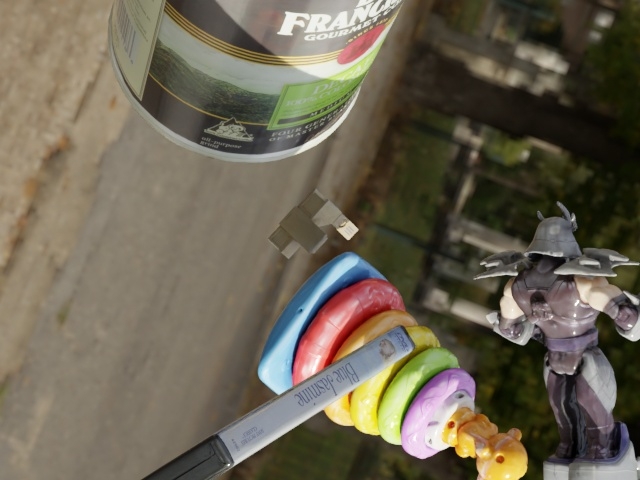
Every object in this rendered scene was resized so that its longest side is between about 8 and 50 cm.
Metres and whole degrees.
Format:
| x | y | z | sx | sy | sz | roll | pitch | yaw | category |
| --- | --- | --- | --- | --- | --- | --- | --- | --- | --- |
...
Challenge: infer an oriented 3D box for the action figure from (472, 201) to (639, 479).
| x | y | z | sx | sy | sz | roll | pitch | yaw | category |
| --- | --- | --- | --- | --- | --- | --- | --- | --- | --- |
| 0.223 | 0.107 | 1.337 | 0.185 | 0.099 | 0.285 | -1 | -81 | 60 | action figure |

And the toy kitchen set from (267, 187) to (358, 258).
| x | y | z | sx | sy | sz | roll | pitch | yaw | category |
| --- | --- | --- | --- | --- | --- | --- | --- | --- | --- |
| 0.000 | 0.000 | 1.824 | 0.083 | 0.068 | 0.075 | -47 | 137 | 0 | toy kitchen set |

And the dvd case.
| x | y | z | sx | sy | sz | roll | pitch | yaw | category |
| --- | --- | --- | --- | --- | --- | --- | --- | --- | --- |
| -0.060 | 0.130 | 0.945 | 0.180 | 0.022 | 0.253 | -35 | 175 | 28 | dvd case |

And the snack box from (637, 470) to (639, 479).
| x | y | z | sx | sy | sz | roll | pitch | yaw | category |
| --- | --- | --- | --- | --- | --- | --- | --- | --- | --- |
| 0.414 | 0.397 | 1.631 | 0.060 | 0.187 | 0.322 | -27 | 106 | -37 | snack box |

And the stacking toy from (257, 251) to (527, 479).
| x | y | z | sx | sy | sz | roll | pitch | yaw | category |
| --- | --- | --- | --- | --- | --- | --- | --- | --- | --- |
| 0.101 | 0.162 | 1.621 | 0.175 | 0.302 | 0.166 | -54 | 148 | -4 | stacking toy |

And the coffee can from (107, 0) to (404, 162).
| x | y | z | sx | sy | sz | roll | pitch | yaw | category |
| --- | --- | --- | --- | --- | --- | --- | --- | --- | --- |
| -0.034 | -0.201 | 1.050 | 0.275 | 0.201 | 0.202 | 120 | -6 | -65 | coffee can |
